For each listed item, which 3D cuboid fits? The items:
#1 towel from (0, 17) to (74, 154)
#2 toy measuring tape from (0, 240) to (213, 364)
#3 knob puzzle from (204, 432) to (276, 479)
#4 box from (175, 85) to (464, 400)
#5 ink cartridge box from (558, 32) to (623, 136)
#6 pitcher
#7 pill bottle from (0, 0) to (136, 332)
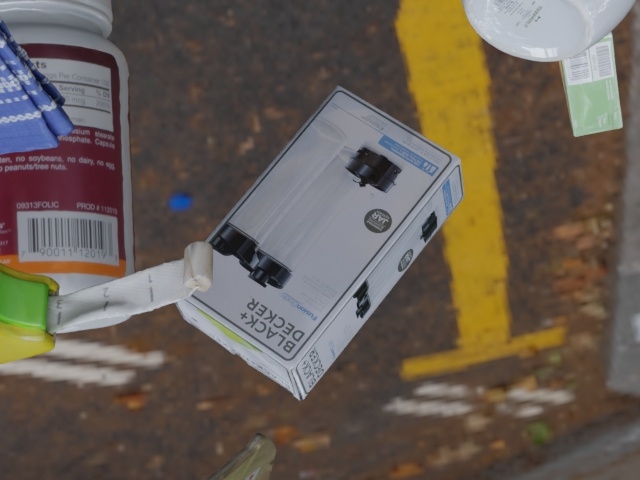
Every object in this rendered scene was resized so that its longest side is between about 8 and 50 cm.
[{"bbox_3d":[-0.337,-0.155,1.106,0.243,0.040,0.336,-8,144,17],"label":"towel"},{"bbox_3d":[-0.252,0.040,1.336,0.330,0.121,0.121,-16,154,20],"label":"toy measuring tape"},{"bbox_3d":[-0.093,0.225,1.300,0.030,0.213,0.213,31,156,12],"label":"knob puzzle"},{"bbox_3d":[0.000,0.000,1.730,0.290,0.169,0.087,-50,158,-16],"label":"box"},{"bbox_3d":[0.239,-0.242,1.613,0.056,0.235,0.171,-12,151,9],"label":"ink cartridge box"},{"bbox_3d":[0.157,-0.212,1.113,0.125,0.207,0.178,24,152,-4],"label":"pitcher"},{"bbox_3d":[-0.319,-0.104,1.828,0.224,0.392,0.224,-3,168,-1],"label":"pill bottle"}]
